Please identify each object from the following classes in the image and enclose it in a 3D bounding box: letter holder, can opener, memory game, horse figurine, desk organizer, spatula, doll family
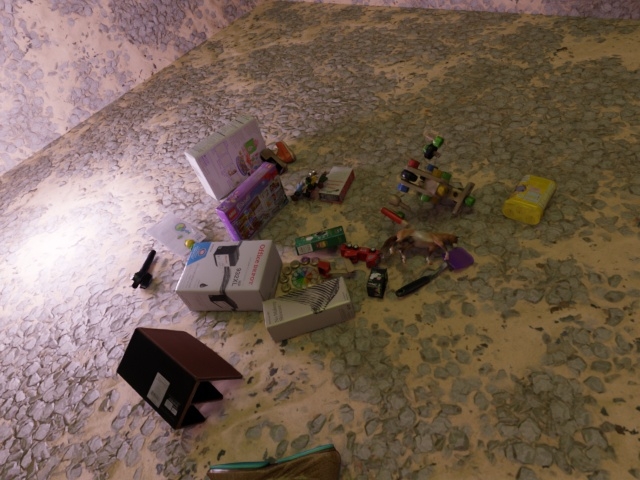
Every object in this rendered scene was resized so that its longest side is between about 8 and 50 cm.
[{"bbox_3d":[-0.417,0.400,1.298,0.302,0.214,0.151,25,91,32],"label":"letter holder"},{"bbox_3d":[-0.690,0.114,1.692,0.059,0.073,0.186,-40,31,35],"label":"can opener"},{"bbox_3d":[-0.056,0.128,1.513,0.186,0.012,0.186,-8,47,9],"label":"memory game"},{"bbox_3d":[0.325,0.013,1.434,0.264,0.066,0.174,3,35,16],"label":"horse figurine"},{"bbox_3d":[-0.210,-0.354,1.942,0.050,0.047,0.130,-42,73,-16],"label":"desk organizer"},{"bbox_3d":[0.367,0.107,1.395,0.297,0.030,0.084,-30,50,-12],"label":"spatula"},{"bbox_3d":[-0.050,-0.219,1.767,0.193,0.076,0.111,-41,25,41],"label":"doll family"}]

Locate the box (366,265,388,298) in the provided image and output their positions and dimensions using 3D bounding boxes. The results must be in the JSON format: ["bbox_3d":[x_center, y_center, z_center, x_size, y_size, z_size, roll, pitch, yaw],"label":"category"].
[{"bbox_3d":[0.185,0.136,1.400,0.052,0.062,0.083,7,51,20],"label":"box"}]

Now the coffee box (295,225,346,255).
[{"bbox_3d":[0.000,0.000,1.562,0.184,0.040,0.113,-16,16,1],"label":"coffee box"}]

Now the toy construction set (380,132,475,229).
[{"bbox_3d":[0.399,-0.155,1.521,0.237,0.257,0.308,37,87,25],"label":"toy construction set"}]

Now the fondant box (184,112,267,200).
[{"bbox_3d":[-0.398,-0.371,1.911,0.330,0.238,0.096,-40,49,-20],"label":"fondant box"}]

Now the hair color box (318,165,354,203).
[{"bbox_3d":[0.068,-0.230,1.775,0.093,0.053,0.167,10,51,24],"label":"hair color box"}]

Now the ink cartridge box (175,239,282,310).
[{"bbox_3d":[-0.313,0.122,1.513,0.308,0.129,0.223,-2,48,14],"label":"ink cartridge box"}]

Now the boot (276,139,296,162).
[{"bbox_3d":[-0.184,-0.412,2.013,0.085,0.059,0.158,-32,49,-6],"label":"boot"}]

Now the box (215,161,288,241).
[{"bbox_3d":[-0.258,-0.140,1.686,0.057,0.200,0.293,23,58,31],"label":"box"}]

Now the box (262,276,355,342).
[{"bbox_3d":[-0.037,0.219,1.369,0.275,0.094,0.113,-18,46,-1],"label":"box"}]

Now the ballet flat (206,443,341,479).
[{"bbox_3d":[-0.113,0.594,1.059,0.343,0.116,0.124,-11,66,2],"label":"ballet flat"}]

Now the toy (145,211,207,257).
[{"bbox_3d":[-0.588,-0.015,1.770,0.237,0.056,0.137,28,57,29],"label":"toy"}]

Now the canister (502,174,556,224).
[{"bbox_3d":[0.726,-0.145,1.491,0.126,0.073,0.170,24,58,32],"label":"canister"}]

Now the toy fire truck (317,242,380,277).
[{"bbox_3d":[0.100,0.075,1.483,0.192,0.047,0.135,10,49,21],"label":"toy fire truck"}]
